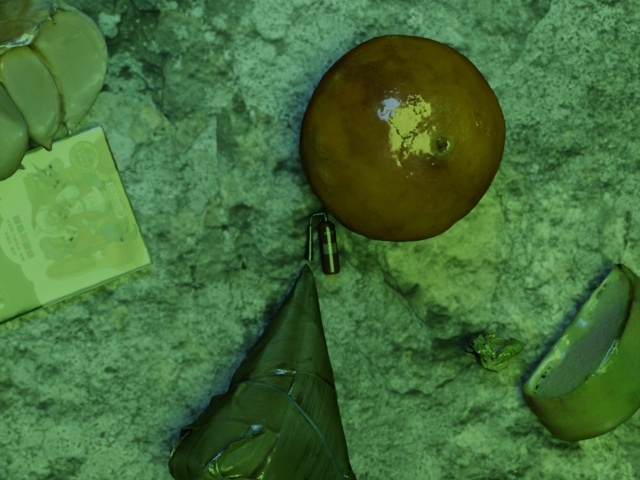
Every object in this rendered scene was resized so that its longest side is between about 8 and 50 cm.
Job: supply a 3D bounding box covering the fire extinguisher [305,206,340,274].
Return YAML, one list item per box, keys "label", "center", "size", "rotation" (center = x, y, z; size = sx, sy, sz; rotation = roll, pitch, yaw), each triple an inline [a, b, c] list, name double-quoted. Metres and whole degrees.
- label: "fire extinguisher"
  center: [-0.001, -0.001, 1.862]
  size: [0.046, 0.032, 0.100]
  rotation: [-5, 98, 16]

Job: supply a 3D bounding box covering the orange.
- label: "orange"
  center: [0.113, -0.135, 1.784]
  size: [0.284, 0.226, 0.284]
  rotation: [-4, 103, -19]

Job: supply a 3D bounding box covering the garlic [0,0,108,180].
- label: "garlic"
  center: [-0.407, -0.176, 1.637]
  size: [0.281, 0.185, 0.203]
  rotation: [-51, 142, -31]

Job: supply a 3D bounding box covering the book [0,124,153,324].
- label: "book"
  center: [-0.375, -0.014, 1.731]
  size: [0.264, 0.027, 0.202]
  rotation: [-22, 101, -16]

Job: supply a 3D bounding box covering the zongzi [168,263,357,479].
- label: "zongzi"
  center: [-0.010, 0.259, 1.839]
  size: [0.323, 0.160, 0.360]
  rotation: [48, 53, -32]

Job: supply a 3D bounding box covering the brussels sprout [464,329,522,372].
- label: "brussels sprout"
  center: [0.251, 0.163, 1.935]
  size: [0.085, 0.085, 0.058]
  rotation: [18, 91, -19]

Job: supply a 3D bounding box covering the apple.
- label: "apple"
  center: [0.444, 0.195, 1.981]
  size: [0.193, 0.120, 0.265]
  rotation: [43, 83, -28]
